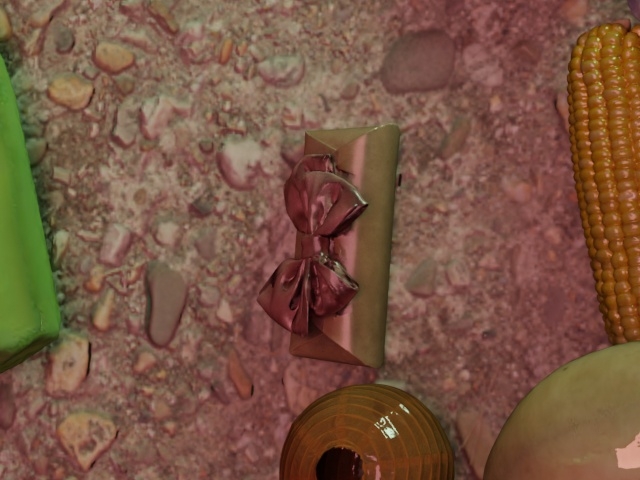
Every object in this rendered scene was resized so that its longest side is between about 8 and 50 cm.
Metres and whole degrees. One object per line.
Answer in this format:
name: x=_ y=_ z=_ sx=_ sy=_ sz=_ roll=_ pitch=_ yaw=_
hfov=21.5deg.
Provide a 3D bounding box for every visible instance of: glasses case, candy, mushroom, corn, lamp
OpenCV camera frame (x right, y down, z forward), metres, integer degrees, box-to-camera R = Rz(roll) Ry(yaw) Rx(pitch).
glasses case: x=0.000 y=0.000 z=1.327 sx=0.103 sy=0.070 sz=0.193 roll=4 pitch=87 yaw=19
candy: x=-0.317 y=-0.052 z=1.400 sx=0.142 sy=0.132 sz=0.343 roll=-21 pitch=79 yaw=31
mushroom: x=0.240 y=0.169 z=1.182 sx=0.246 sy=0.202 sz=0.246 roll=13 pitch=134 yaw=14
corn: x=0.234 y=-0.039 z=1.243 sx=0.093 sy=0.093 sz=0.244 roll=-6 pitch=84 yaw=17
lamp: x=0.034 y=0.175 z=1.272 sx=0.136 sy=0.136 sz=0.136 roll=-1 pitch=86 yaw=18

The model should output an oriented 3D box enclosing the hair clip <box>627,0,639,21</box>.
hair clip: x=0.273 y=-0.197 z=1.241 sx=0.195 sy=0.052 sz=0.124 roll=8 pitch=75 yaw=-7
